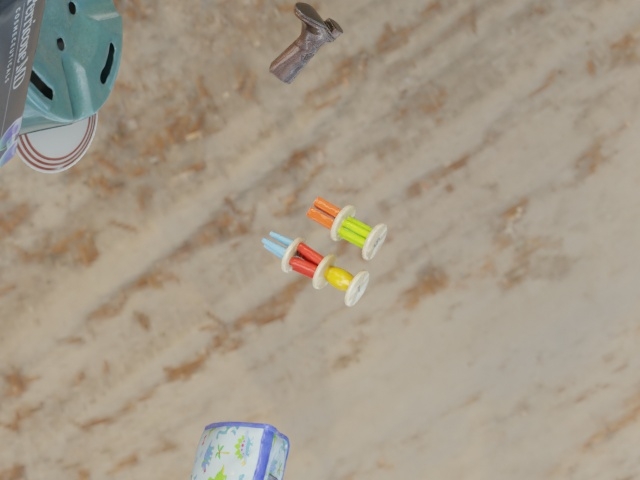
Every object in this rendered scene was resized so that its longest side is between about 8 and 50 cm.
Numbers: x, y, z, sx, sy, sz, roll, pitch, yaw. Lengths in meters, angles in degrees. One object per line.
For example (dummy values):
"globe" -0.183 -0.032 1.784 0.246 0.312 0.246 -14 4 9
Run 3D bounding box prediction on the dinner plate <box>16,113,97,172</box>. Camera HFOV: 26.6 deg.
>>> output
"dinner plate" -0.334 -0.155 1.708 0.141 0.141 0.017 -40 161 22

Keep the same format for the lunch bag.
"lunch bag" -0.091 0.274 1.530 0.096 0.129 0.151 15 164 -14

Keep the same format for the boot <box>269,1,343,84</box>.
"boot" -0.037 -0.258 1.800 0.114 0.037 0.106 -39 148 21

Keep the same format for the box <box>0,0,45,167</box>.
"box" -0.439 -0.093 1.111 0.395 0.212 0.293 -50 175 -34

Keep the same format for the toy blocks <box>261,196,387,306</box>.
"toy blocks" 0.000 0.000 1.755 0.054 0.148 0.123 -21 135 -60

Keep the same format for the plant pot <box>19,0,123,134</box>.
"plant pot" -0.433 -0.244 1.562 0.334 0.341 0.341 -3 153 25
